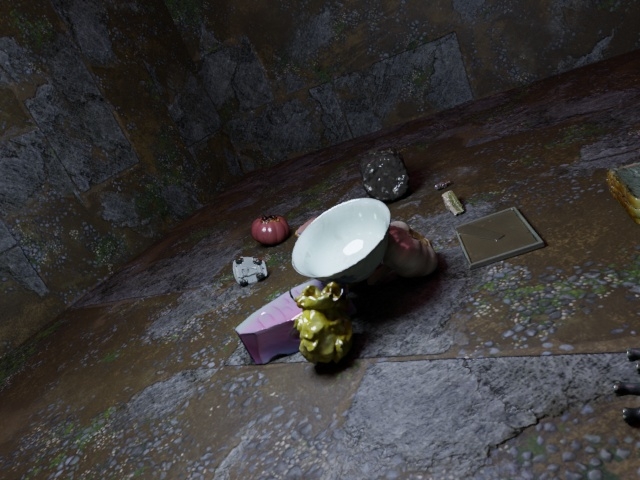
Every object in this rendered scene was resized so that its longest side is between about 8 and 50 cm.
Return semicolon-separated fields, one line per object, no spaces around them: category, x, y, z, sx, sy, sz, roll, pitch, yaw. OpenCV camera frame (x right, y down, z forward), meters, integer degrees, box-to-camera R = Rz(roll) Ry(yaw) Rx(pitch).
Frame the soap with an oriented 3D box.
soap;-0.078;0.232;1.437;0.323;0.109;0.193;-32;21;-17

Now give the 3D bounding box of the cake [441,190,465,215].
cake;0.495;-0.125;1.800;0.051;0.055;0.140;-20;38;7

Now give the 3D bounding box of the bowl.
bowl;0.084;0.034;1.403;0.313;0.146;0.313;-23;33;16

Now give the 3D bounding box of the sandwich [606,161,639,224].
sandwich;0.939;-0.148;1.256;0.301;0.099;0.271;-16;22;17

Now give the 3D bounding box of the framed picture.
framed picture;0.532;-0.015;1.491;0.211;0.020;0.289;-19;21;13

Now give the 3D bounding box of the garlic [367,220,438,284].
garlic;0.229;0.069;1.479;0.226;0.199;0.199;-50;13;19

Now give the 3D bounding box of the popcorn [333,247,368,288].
popcorn;0.098;0.083;1.575;0.140;0.164;0.194;13;6;31

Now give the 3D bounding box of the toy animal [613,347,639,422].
toy animal;0.534;0.250;0.744;0.137;0.082;0.269;-9;25;38

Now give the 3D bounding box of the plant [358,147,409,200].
plant;0.283;-0.304;2.203;0.213;0.215;0.312;-20;19;4

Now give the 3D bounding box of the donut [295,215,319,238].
donut;0.002;-0.037;2.042;0.232;0.085;0.199;-1;30;46

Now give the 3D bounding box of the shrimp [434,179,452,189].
shrimp;0.521;-0.237;2.039;0.092;0.029;0.038;-30;20;-25

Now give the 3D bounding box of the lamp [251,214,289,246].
lamp;-0.233;-0.042;2.261;0.181;0.140;0.182;-4;24;2

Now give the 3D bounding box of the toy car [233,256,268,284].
toy car;-0.272;0.113;1.973;0.139;0.112;0.112;-8;8;15

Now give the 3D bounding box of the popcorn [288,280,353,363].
popcorn;0.001;0.217;1.257;0.173;0.195;0.168;3;26;43
